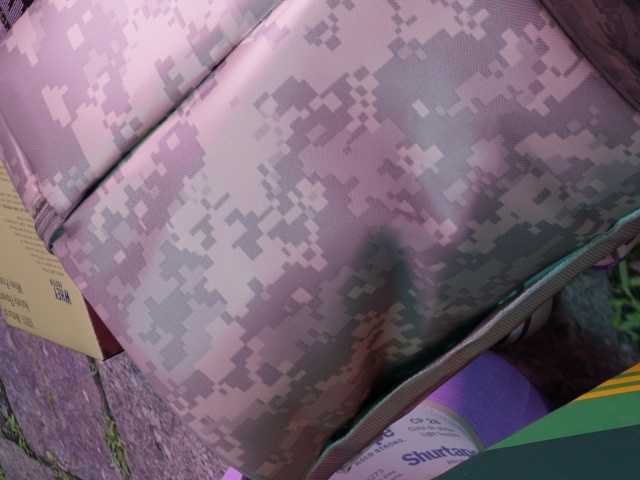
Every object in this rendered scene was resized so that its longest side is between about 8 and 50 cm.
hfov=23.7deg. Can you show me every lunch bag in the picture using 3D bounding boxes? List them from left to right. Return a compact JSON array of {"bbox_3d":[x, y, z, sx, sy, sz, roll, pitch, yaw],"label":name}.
[{"bbox_3d":[0.016,-0.053,0.729,0.305,0.212,0.256,-40,70,25],"label":"lunch bag"}]

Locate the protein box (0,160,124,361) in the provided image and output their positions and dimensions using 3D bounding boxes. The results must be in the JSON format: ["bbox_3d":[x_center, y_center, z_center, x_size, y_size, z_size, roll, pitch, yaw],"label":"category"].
[{"bbox_3d":[-0.197,-0.031,1.271,0.200,0.136,0.201,10,120,56],"label":"protein box"}]

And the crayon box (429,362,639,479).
[{"bbox_3d":[0.148,0.248,0.728,0.106,0.313,0.363,33,139,49],"label":"crayon box"}]

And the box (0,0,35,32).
[{"bbox_3d":[-0.210,-0.242,1.186,0.147,0.077,0.180,61,151,6],"label":"box"}]

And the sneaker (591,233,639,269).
[{"bbox_3d":[0.117,-0.036,0.839,0.170,0.068,0.071,48,164,43],"label":"sneaker"}]

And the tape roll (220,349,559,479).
[{"bbox_3d":[0.044,0.196,0.887,0.090,0.274,0.275,42,166,-34],"label":"tape roll"}]

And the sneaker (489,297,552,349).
[{"bbox_3d":[0.000,0.000,0.982,0.321,0.127,0.126,27,134,46],"label":"sneaker"}]
